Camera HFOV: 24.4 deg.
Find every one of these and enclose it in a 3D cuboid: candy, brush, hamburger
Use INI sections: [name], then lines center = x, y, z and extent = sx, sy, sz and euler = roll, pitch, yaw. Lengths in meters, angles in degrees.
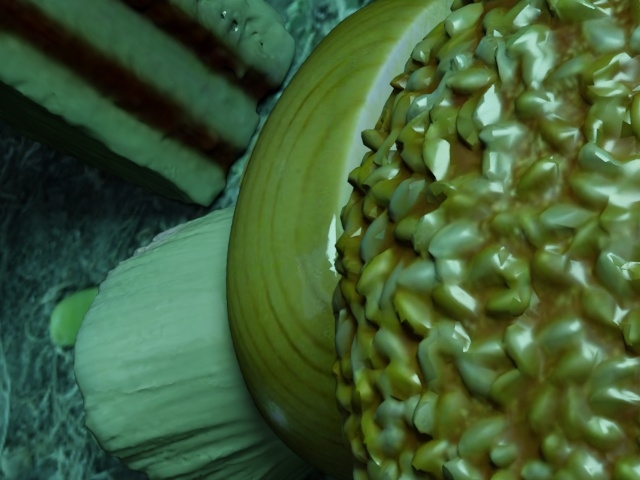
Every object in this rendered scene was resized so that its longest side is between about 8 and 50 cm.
[candy]
center = -0.179, -0.152, 0.816
extent = 0.179, 0.320, 0.135
euler = 21, 80, 41
[brush]
center = 0.000, 0.000, 0.743
extent = 0.166, 0.174, 0.267
euler = -13, 55, 38
[hamburger]
center = 0.171, 0.034, 0.527
extent = 0.330, 0.250, 0.330
euler = -3, 81, 20
